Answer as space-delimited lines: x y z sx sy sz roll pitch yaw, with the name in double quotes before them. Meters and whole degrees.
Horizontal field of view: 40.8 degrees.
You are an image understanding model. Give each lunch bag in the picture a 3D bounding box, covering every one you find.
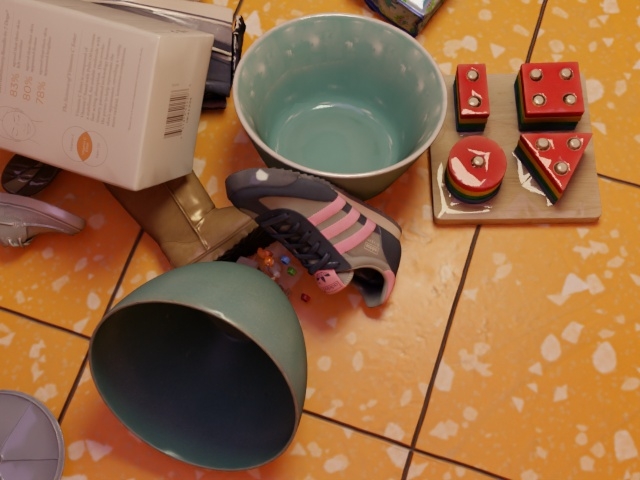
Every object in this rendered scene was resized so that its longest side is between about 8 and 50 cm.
"lunch bag" 0.140 -0.438 1.444 0.151 0.096 0.129 36 75 4

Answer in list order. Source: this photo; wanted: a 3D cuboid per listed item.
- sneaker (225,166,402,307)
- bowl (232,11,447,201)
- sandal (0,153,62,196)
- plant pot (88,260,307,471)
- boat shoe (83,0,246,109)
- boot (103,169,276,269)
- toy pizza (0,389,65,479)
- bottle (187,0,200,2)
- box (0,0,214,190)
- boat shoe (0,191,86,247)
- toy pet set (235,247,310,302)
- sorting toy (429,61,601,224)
"sneaker" 0.000 0.000 1.198 0.319 0.112 0.131 22 63 -37
"bowl" 0.025 -0.175 1.299 0.311 0.163 0.312 2 57 -3
"sandal" -0.434 -0.138 1.380 0.072 0.049 0.180 33 72 3
"plant pot" -0.139 0.141 1.175 0.290 0.290 0.195 17 37 8
"boat shoe" -0.288 -0.302 1.370 0.340 0.127 0.158 4 73 -11
"boot" -0.192 -0.085 1.333 0.236 0.089 0.270 -33 71 -10
"toy pizza" -0.461 0.314 1.226 0.201 0.032 0.201 -1 71 2
"bottle" -0.294 -0.519 1.476 0.092 0.118 0.283 -36 72 -11
"box" -0.355 -0.229 1.235 0.345 0.168 0.215 18 108 15
"boat shoe" -0.474 -0.027 1.333 0.227 0.079 0.081 12 80 11
"toy pet set" -0.090 0.067 1.260 0.114 0.122 0.065 17 63 28
"sorting toy" 0.302 -0.160 1.341 0.257 0.089 0.256 -1 70 1
